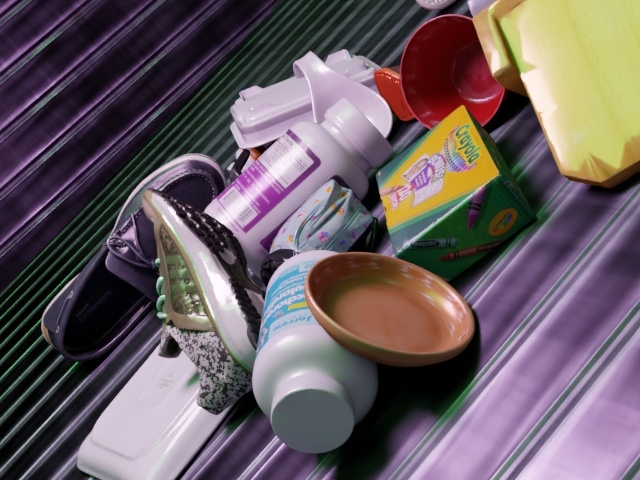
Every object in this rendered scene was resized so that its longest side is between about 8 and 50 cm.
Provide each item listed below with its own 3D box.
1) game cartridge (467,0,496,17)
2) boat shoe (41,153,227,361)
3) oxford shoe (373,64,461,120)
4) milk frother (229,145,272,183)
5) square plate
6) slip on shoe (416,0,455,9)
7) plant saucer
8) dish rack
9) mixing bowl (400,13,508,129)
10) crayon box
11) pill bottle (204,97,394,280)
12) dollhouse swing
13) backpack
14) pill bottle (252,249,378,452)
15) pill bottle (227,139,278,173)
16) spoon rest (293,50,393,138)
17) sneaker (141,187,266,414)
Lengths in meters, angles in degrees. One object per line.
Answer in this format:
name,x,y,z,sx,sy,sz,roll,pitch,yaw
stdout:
game cartridge,0.395,-0.385,1.425,0.355,0.068,0.230,-30,-13,20
boat shoe,-0.358,0.044,2.019,0.500,0.187,0.156,-48,25,2
oxford shoe,0.181,-0.267,1.774,0.098,0.096,0.271,-30,24,-15
milk frother,-0.113,-0.094,1.970,0.134,0.129,0.143,-71,-9,-52
square plate,-0.226,0.231,1.584,0.344,0.049,0.347,-52,22,-21
slip on shoe,0.295,-0.606,2.199,0.331,0.123,0.101,-61,-6,-28
plant saucer,0.076,0.081,1.162,0.200,0.200,0.037,-84,10,-60
dish rack,-0.030,-0.296,2.061,0.333,0.072,0.285,-23,21,-3
mixing bowl,0.223,-0.257,1.575,0.181,0.181,0.098,-27,-5,37
crayon box,0.172,-0.063,1.372,0.165,0.081,0.278,-38,21,14
pill bottle,-0.030,-0.087,1.669,0.301,0.169,0.169,-43,20,1
dollhouse swing,0.427,-0.239,1.280,0.347,0.305,0.315,-33,-19,27
backpack,0.000,0.000,1.523,0.182,0.115,0.152,-50,19,-24
pill bottle,-0.003,0.133,1.222,0.146,0.146,0.264,-36,22,19
pill bottle,-0.120,-0.181,2.140,0.152,0.086,0.086,-47,21,-8
spoon rest,0.027,-0.255,1.866,0.137,0.084,0.276,-36,55,0
sneaker,-0.193,0.082,1.480,0.182,0.158,0.410,-45,50,11
